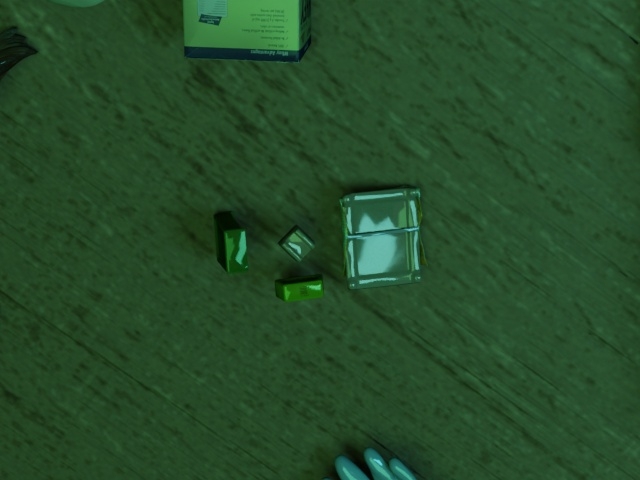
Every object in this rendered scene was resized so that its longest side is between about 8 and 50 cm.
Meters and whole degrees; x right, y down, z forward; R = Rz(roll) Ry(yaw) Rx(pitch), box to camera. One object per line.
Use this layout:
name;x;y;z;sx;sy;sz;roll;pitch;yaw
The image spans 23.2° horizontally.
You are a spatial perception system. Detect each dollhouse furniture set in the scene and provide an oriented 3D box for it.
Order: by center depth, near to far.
dollhouse furniture set;0.000;0.000;1.160;0.151;0.058;0.076;-7;103;-9

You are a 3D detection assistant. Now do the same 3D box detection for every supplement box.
supplement box;-0.050;-0.171;1.084;0.083;0.056;0.083;3;111;8

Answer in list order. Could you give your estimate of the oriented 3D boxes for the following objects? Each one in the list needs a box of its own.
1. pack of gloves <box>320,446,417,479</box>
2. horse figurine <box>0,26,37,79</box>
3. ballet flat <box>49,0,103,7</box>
pack of gloves;0.021;0.289;1.199;0.195;0.046;0.232;-31;79;23
horse figurine;-0.348;-0.139;1.139;0.263;0.066;0.174;19;107;4
ballet flat;-0.247;-0.245;1.074;0.248;0.086;0.086;41;111;-8
